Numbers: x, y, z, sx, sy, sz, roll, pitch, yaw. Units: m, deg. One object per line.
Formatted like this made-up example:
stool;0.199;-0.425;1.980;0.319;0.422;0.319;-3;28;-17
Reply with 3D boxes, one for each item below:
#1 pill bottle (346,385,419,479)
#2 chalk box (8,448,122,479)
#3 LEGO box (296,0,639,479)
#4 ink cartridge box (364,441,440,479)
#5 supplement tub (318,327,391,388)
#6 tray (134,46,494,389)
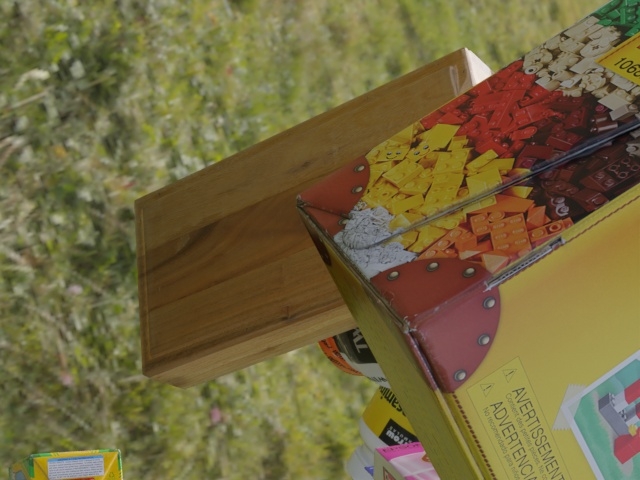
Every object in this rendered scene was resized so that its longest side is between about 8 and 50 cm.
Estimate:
pill bottle;0.189;0.314;2.160;0.187;0.334;0.188;29;10;-5
chalk box;-0.376;0.381;1.708;0.132;0.213;0.132;0;76;-27
LEGO box;0.262;0.095;0.899;0.500;0.372;0.193;63;-8;-33
ink cartridge box;0.189;0.344;1.705;0.371;0.175;0.069;-169;-107;-78
supplement tub;0.156;0.066;1.341;0.207;0.338;0.207;10;75;-40
tray;-0.007;-0.012;1.152;0.076;0.410;0.203;27;48;-49
